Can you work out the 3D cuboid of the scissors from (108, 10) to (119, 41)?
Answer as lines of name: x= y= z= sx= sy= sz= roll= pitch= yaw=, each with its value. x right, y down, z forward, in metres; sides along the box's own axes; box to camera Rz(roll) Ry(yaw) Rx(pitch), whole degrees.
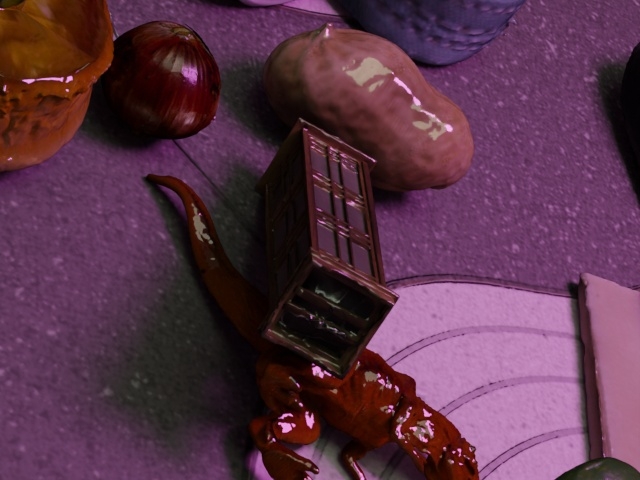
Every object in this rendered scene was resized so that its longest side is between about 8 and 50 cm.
scissors: x=-0.271 y=-0.327 z=1.892 sx=0.191 sy=0.029 sz=0.360 roll=-7 pitch=60 yaw=-43

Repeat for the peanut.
peanut: x=0.050 y=-0.131 z=1.902 sx=0.224 sy=0.129 sz=0.129 roll=34 pitch=41 yaw=-13

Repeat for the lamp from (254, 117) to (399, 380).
lamp: x=0.000 y=0.000 z=1.690 sx=0.089 sy=0.090 sz=0.325 roll=29 pitch=19 yaw=-13

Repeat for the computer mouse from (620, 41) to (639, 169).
computer mouse: x=0.427 y=-0.104 z=2.215 sx=0.168 sy=0.087 sz=0.295 roll=10 pitch=62 yaw=-28

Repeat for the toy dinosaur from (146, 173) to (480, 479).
toy dinosaur: x=-0.018 y=0.106 z=1.664 sx=0.432 sy=0.097 sz=0.208 roll=45 pitch=29 yaw=0

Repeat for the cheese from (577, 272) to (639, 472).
cheese: x=0.297 y=0.196 z=1.885 sx=0.085 sy=0.034 sz=0.400 roll=18 pitch=45 yaw=-19

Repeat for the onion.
onion: x=-0.150 y=-0.146 z=1.775 sx=0.118 sy=0.119 sz=0.117 roll=0 pitch=23 yaw=-39

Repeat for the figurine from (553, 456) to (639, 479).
figurine: x=0.270 y=0.305 z=1.664 sx=0.185 sy=0.127 sz=0.234 roll=-21 pitch=62 yaw=-31

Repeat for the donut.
donut: x=-0.327 y=-0.217 z=1.652 sx=0.330 sy=0.160 sz=0.330 roll=15 pitch=48 yaw=-18

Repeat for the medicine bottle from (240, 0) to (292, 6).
medicine bottle: x=-0.089 y=-0.415 z=1.989 sx=0.190 sy=0.190 sz=0.332 roll=-17 pitch=67 yaw=-46

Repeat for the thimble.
thimble: x=0.121 y=-0.304 z=2.098 sx=0.235 sy=0.143 sz=0.198 roll=36 pitch=41 yaw=-10
